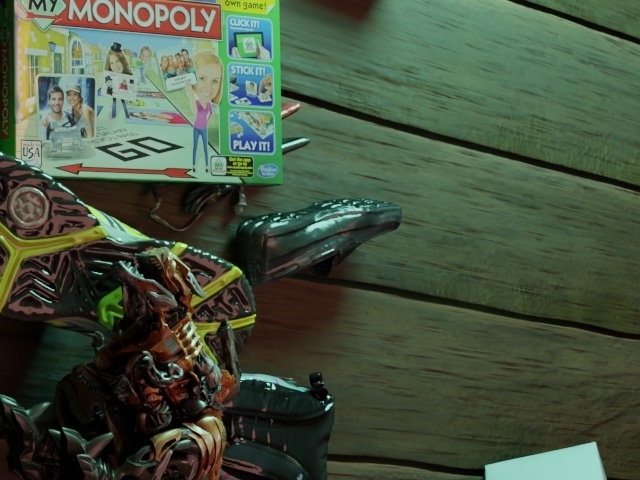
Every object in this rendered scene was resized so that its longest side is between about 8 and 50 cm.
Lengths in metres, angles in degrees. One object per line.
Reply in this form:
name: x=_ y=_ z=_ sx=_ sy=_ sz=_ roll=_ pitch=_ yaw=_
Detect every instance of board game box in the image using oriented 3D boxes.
board game box: x=-0.178 y=-0.164 z=1.837 sx=0.317 sy=0.046 sz=0.213 roll=0 pitch=88 yaw=-38

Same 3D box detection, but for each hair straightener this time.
hair straightener: x=-0.095 y=-0.068 z=1.949 sx=0.230 sy=0.047 sz=0.089 roll=-33 pitch=112 yaw=-39

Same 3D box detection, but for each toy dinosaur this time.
toy dinosaur: x=-0.155 y=0.177 z=1.649 sx=0.218 sy=0.164 sz=0.322 roll=-16 pitch=85 yaw=-33

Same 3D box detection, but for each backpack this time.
backpack: x=-0.078 y=0.208 z=1.922 sx=0.182 sy=0.115 sz=0.152 roll=18 pitch=66 yaw=-42

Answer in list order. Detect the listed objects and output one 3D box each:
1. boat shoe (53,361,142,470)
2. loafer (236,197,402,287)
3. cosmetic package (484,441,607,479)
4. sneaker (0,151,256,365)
boat shoe: x=-0.199 y=0.272 z=1.818 sx=0.104 sy=0.111 sz=0.307 roll=-14 pitch=90 yaw=-40
loafer: x=0.000 y=0.000 z=2.030 sx=0.223 sy=0.076 sz=0.078 roll=-14 pitch=105 yaw=-39
cosmetic package: x=0.282 y=0.394 z=2.117 sx=0.365 sy=0.155 sz=0.197 roll=-72 pitch=147 yaw=-74
sneaker: x=-0.256 y=0.026 z=1.740 sx=0.385 sy=0.147 sz=0.145 roll=28 pitch=76 yaw=-22
